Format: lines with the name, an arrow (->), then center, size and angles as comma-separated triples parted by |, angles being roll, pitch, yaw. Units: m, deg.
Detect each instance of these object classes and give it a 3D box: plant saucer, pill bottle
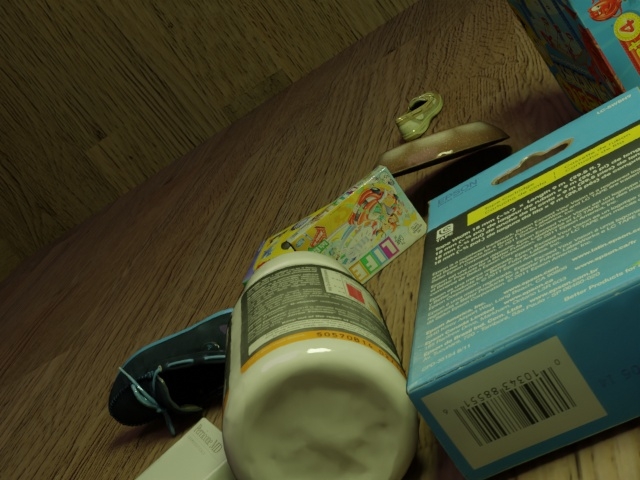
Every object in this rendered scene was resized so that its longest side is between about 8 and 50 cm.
plant saucer -> 0.154, -0.122, 1.221 | 0.199, 0.036, 0.198 | -17, 0, 0
pill bottle -> -0.009, 0.115, 0.841 | 0.162, 0.162, 0.278 | -35, 17, 7

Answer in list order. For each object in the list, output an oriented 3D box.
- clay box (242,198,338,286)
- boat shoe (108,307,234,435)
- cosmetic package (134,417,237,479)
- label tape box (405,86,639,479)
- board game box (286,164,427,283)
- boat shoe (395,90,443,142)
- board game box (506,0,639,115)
clay box -> 0.000, 0.000, 1.306 | 0.222, 0.053, 0.127 | -30, 19, 24
boat shoe -> -0.178, 0.169, 1.109 | 0.258, 0.109, 0.089 | -39, 31, 31
cosmetic package -> -0.154, 0.278, 0.833 | 0.231, 0.085, 0.117 | -43, 19, -15
label tape box -> 0.207, 0.019, 0.764 | 0.241, 0.106, 0.333 | -29, 18, 22
board game box -> 0.048, -0.007, 1.146 | 0.154, 0.103, 0.026 | -39, 17, -6
boat shoe -> 0.169, -0.225, 1.569 | 0.056, 0.048, 0.153 | -22, 23, 40
board game box -> 0.288, -0.260, 1.003 | 0.086, 0.302, 0.308 | -35, 17, 9
